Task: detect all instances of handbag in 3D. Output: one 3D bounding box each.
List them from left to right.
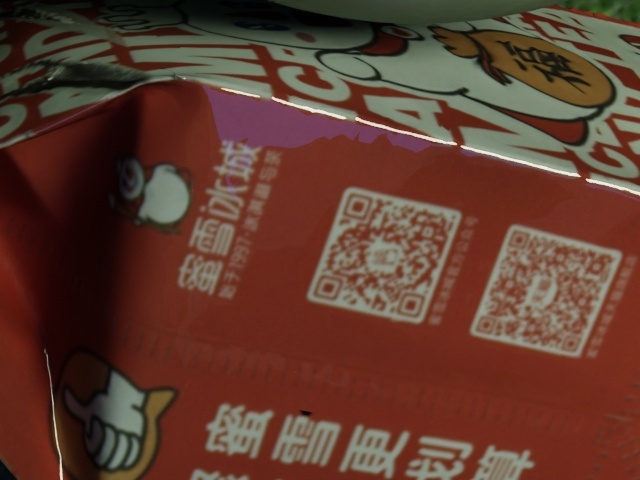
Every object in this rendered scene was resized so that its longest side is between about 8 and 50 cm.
[{"bbox_3d":[0.000,0.000,0.557,0.298,0.171,0.151,12,115,-17],"label":"handbag"}]

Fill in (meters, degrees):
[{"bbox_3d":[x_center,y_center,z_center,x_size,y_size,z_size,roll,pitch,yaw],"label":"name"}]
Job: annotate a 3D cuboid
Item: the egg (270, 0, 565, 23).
[{"bbox_3d":[0.026,-0.143,0.479,0.217,0.183,0.183,24,107,-23],"label":"egg"}]
